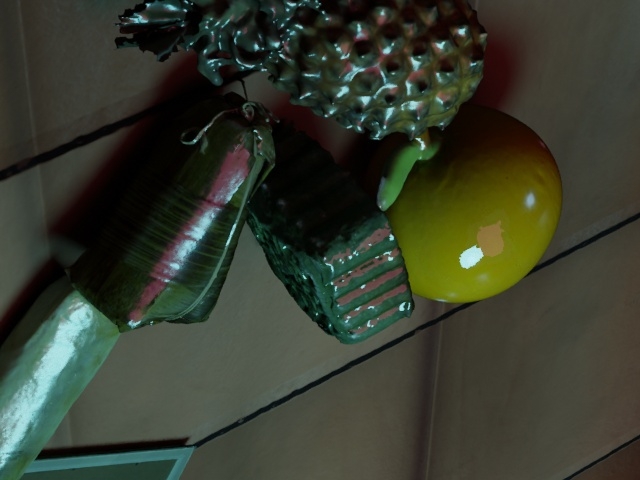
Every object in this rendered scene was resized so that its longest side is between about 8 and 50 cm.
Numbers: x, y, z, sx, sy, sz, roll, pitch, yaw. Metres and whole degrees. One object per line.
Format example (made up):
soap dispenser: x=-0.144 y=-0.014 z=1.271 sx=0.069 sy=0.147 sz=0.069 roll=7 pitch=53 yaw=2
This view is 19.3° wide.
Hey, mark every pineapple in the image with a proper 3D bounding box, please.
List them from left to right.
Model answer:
pineapple: x=-0.019 y=-0.196 z=1.646 sx=0.361 sy=0.175 sz=0.175 roll=17 pitch=113 yaw=-36

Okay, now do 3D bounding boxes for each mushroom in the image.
mushroom: x=-0.298 y=0.170 z=1.785 sx=0.312 sy=0.081 sz=0.100 roll=-56 pitch=144 yaw=8

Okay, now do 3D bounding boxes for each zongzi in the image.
zongzi: x=-0.102 y=-0.028 z=1.778 sx=0.247 sy=0.111 sz=0.241 roll=-55 pitch=162 yaw=8

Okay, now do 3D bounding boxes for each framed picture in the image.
framed picture: x=-0.288 y=0.310 z=1.987 sx=0.293 sy=0.018 sz=0.231 roll=2 pitch=123 yaw=-46

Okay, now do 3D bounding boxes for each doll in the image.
doll: x=0.132 y=-0.055 z=1.892 sx=0.213 sy=0.213 sz=0.236 roll=-41 pitch=139 yaw=-6

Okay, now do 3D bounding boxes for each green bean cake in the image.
green bean cake: x=0.000 y=0.000 z=1.823 sx=0.094 sy=0.181 sz=0.173 roll=-35 pitch=146 yaw=-11
